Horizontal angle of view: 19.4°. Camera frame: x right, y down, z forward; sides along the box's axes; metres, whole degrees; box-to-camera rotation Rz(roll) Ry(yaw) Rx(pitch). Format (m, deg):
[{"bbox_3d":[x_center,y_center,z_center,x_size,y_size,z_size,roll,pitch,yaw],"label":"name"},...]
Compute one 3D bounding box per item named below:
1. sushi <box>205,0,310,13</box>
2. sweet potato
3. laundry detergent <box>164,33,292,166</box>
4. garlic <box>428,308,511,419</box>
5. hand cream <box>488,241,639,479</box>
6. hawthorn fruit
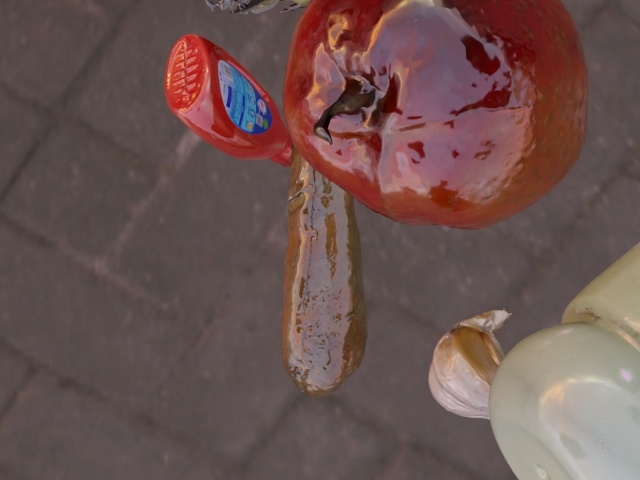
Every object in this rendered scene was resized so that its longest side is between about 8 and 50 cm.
[{"bbox_3d":[-0.056,-0.284,1.754,0.131,0.291,0.139,-31,91,12],"label":"sushi"},{"bbox_3d":[0.000,0.000,1.607,0.075,0.075,0.273,-2,92,-5],"label":"sweet potato"},{"bbox_3d":[-0.072,-0.115,1.670,0.049,0.097,0.165,-18,150,28],"label":"laundry detergent"},{"bbox_3d":[0.132,0.114,1.604,0.074,0.113,0.094,-27,75,26],"label":"garlic"},{"bbox_3d":[0.202,0.004,0.786,0.306,0.147,0.093,-37,130,-17],"label":"hand cream"},{"bbox_3d":[0.051,-0.076,0.984,0.157,0.194,0.157,7,103,31],"label":"hawthorn fruit"}]
